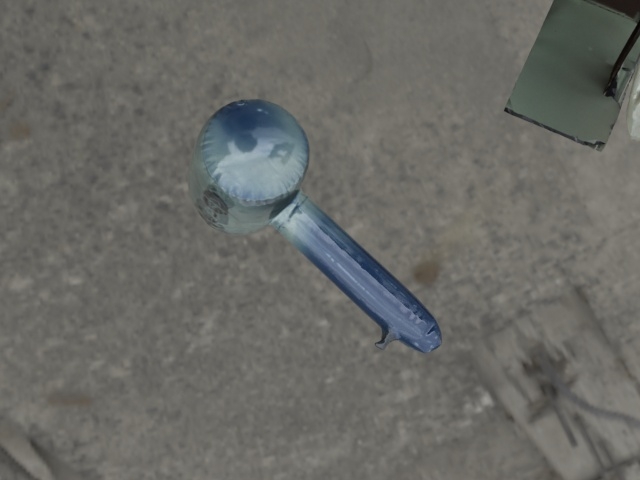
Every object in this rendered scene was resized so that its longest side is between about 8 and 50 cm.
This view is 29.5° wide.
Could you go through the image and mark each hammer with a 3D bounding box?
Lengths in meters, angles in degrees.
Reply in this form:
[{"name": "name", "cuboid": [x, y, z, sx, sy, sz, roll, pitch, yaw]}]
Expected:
[{"name": "hammer", "cuboid": [0.000, 0.000, 0.737, 0.069, 0.194, 0.116, -46, 180, -16]}]

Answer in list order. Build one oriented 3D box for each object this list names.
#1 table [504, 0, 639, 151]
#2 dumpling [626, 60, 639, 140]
[{"name": "table", "cuboid": [0.156, -0.152, 0.554, 0.062, 0.175, 0.146, 25, 154, 6]}, {"name": "dumpling", "cuboid": [0.323, -0.136, 0.994, 0.134, 0.099, 0.169, 42, 71, -49]}]
